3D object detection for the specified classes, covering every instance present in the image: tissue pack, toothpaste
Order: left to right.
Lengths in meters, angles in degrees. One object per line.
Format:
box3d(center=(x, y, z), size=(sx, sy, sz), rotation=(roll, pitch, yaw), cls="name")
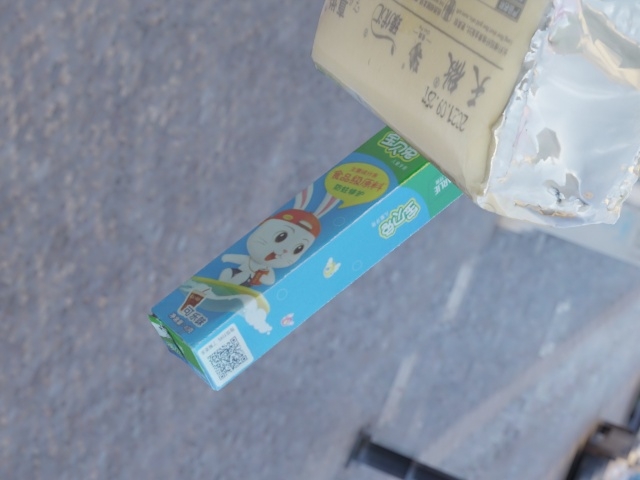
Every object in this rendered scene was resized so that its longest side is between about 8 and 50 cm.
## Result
box3d(center=(0.000, 0.000, 1.217), size=(0.267, 0.065, 0.050), rotation=(-38, 131, -14), cls="toothpaste")
box3d(center=(0.091, -0.123, 0.775), size=(0.222, 0.090, 0.186), rotation=(43, -65, 59), cls="tissue pack")
